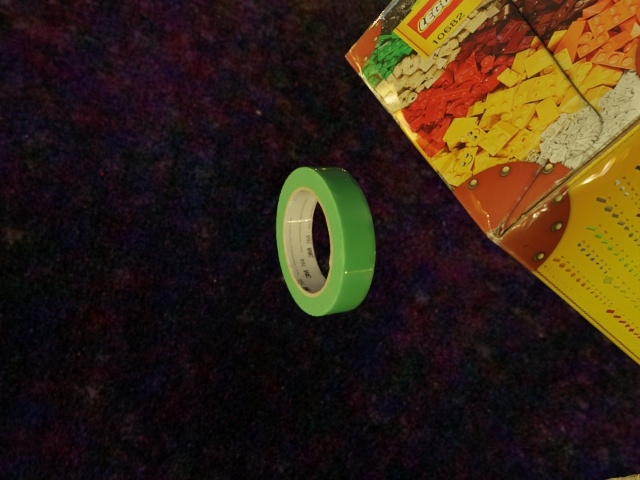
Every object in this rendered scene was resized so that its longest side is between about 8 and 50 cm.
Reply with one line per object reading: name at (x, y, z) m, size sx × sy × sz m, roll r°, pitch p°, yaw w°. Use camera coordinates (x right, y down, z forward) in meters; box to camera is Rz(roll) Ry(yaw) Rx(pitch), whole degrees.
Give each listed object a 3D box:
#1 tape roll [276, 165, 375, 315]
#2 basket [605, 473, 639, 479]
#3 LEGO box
tape roll at (0.000, 0.000, 1.107) m, size 0.077 × 0.321 × 0.321 m, roll -5°, pitch 46°, yaw -27°
basket at (0.409, 0.350, 0.607) m, size 0.103 × 0.167 × 0.113 m, roll 39°, pitch 63°, yaw 13°
LEGO box at (0.306, -0.065, 0.584) m, size 0.500 × 0.193 × 0.372 m, roll 32°, pitch 23°, yaw -34°
